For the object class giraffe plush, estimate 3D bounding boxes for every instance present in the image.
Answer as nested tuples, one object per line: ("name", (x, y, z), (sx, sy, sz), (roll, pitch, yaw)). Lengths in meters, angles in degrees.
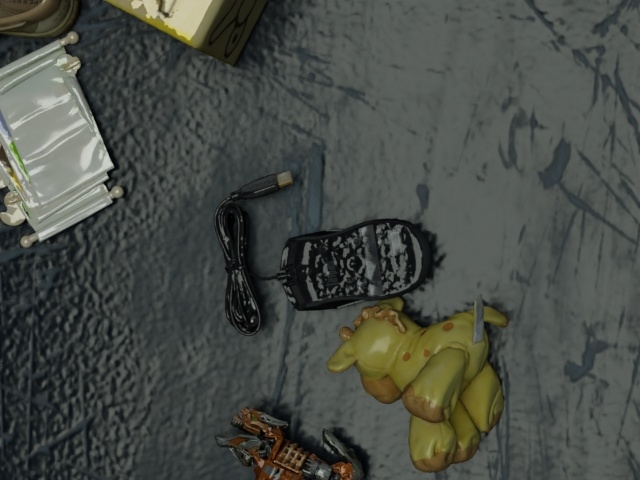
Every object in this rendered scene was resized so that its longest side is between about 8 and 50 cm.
("giraffe plush", (0.105, 0.146, 1.828), (0.171, 0.181, 0.210), (13, 104, 31))

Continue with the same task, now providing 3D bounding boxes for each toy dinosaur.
("toy dinosaur", (-0.016, 0.350, 1.853), (0.218, 0.164, 0.322), (-42, 61, -8))

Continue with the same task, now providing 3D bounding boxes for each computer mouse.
("computer mouse", (0.000, 0.000, 1.892), (0.262, 0.060, 0.184), (-16, 82, 15))

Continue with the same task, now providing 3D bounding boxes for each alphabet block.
("alphabet block", (-0.158, -0.341, 1.849), (0.193, 0.192, 0.197), (29, 94, 11))

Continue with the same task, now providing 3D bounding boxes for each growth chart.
("growth chart", (-0.346, -0.123, 1.969), (0.172, 0.021, 0.237), (-19, 87, 10))

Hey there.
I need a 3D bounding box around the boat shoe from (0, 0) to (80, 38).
("boat shoe", (-0.475, -0.311, 1.946), (0.341, 0.110, 0.121), (1, 90, 10))
